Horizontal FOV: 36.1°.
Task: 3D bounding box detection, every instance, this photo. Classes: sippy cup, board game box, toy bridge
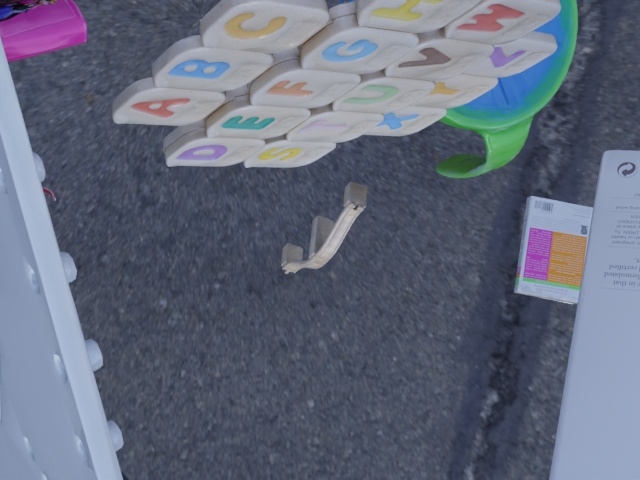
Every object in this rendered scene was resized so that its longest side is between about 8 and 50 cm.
[{"bbox_3d":[0.130,-0.240,1.114,0.240,0.224,0.306,18,88,-27],"label":"sippy cup"},{"bbox_3d":[-0.181,0.030,0.556,0.050,0.390,0.390,-19,105,-29],"label":"board game box"},{"bbox_3d":[0.000,0.000,1.227,0.026,0.063,0.188,20,144,-21],"label":"toy bridge"}]

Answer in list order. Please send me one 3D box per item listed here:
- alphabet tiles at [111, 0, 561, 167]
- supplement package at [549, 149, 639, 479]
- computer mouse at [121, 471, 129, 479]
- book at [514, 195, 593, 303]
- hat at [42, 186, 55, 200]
[{"bbox_3d":[0.016,-0.106,0.666,0.278,0.284,0.021,-1,74,-39],"label":"alphabet tiles"},{"bbox_3d":[0.248,0.114,0.549,0.199,0.198,0.263,4,60,24],"label":"supplement package"},{"bbox_3d":[-0.253,0.316,1.048,0.041,0.242,0.071,-9,104,15],"label":"computer mouse"},{"bbox_3d":[0.343,0.014,1.444,0.096,0.035,0.144,11,82,-4],"label":"book"},{"bbox_3d":[-0.430,-0.084,1.100,0.183,0.208,0.173,14,126,6],"label":"hat"}]
